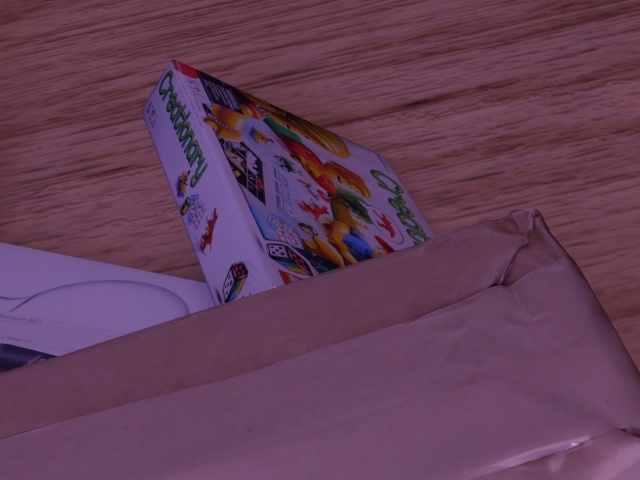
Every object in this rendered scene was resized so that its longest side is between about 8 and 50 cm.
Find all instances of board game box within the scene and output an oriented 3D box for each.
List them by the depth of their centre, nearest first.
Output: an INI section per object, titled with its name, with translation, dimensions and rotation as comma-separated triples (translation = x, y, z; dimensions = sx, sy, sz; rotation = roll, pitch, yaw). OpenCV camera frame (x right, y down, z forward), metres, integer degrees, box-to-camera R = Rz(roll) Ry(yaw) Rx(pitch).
[board game box]
translation = 0.000, 0.000, 1.057
dimensions = 0.193, 0.053, 0.305
rotation = 23, 22, -29

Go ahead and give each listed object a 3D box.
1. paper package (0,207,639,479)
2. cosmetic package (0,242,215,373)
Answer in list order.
[paper package]
translation = -0.016, 0.193, 0.646
dimensions = 0.309, 0.325, 0.168
rotation = -16, 35, -5
[cosmetic package]
translation = -0.237, 0.138, 0.970
dimensions = 0.284, 0.097, 0.377
rotation = 7, 32, 32
